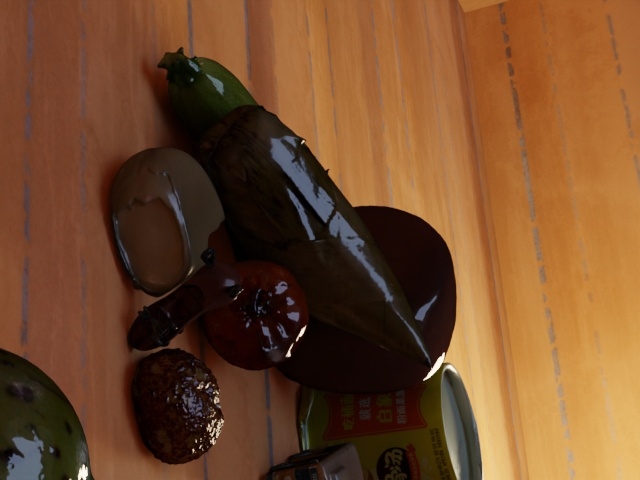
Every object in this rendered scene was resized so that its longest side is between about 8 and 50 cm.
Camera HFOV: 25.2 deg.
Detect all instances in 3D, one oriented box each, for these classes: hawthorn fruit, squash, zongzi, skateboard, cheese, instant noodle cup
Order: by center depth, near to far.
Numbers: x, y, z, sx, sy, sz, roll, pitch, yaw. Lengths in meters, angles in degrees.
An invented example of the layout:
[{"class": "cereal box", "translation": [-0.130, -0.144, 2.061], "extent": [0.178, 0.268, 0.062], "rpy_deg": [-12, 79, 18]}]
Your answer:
[{"class": "skateboard", "translation": [-0.161, 0.080, 1.699], "extent": [0.067, 0.151, 0.080], "rpy_deg": [53, -2, 13]}, {"class": "cheese", "translation": [-0.185, -0.031, 1.774], "extent": [0.202, 0.091, 0.175], "rpy_deg": [-30, 108, -72]}, {"class": "hawthorn fruit", "translation": [-0.091, 0.102, 1.903], "extent": [0.172, 0.148, 0.148], "rpy_deg": [134, -53, -73]}, {"class": "zongzi", "translation": [0.000, 0.000, 1.915], "extent": [0.360, 0.160, 0.323], "rpy_deg": [39, -16, 36]}, {"class": "squash", "translation": [-0.119, -0.151, 2.047], "extent": [0.395, 0.107, 0.107], "rpy_deg": [50, 31, -50]}, {"class": "instant noodle cup", "translation": [0.120, 0.324, 2.269], "extent": [0.311, 0.221, 0.311], "rpy_deg": [-14, 90, -74]}]

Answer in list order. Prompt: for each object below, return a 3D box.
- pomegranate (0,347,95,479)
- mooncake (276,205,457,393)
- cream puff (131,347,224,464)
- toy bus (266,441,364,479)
[{"class": "pomegranate", "translation": [-0.246, 0.219, 1.083], "extent": [0.306, 0.242, 0.242], "rpy_deg": [37, 32, -17]}, {"class": "mooncake", "translation": [0.057, 0.100, 2.187], "extent": [0.326, 0.333, 0.174], "rpy_deg": [45, -27, 46]}, {"class": "cream puff", "translation": [-0.163, 0.191, 1.692], "extent": [0.149, 0.084, 0.149], "rpy_deg": [-11, 90, -75]}, {"class": "toy bus", "translation": [-0.004, 0.350, 2.049], "extent": [0.182, 0.103, 0.091], "rpy_deg": [-8, 84, -73]}]
